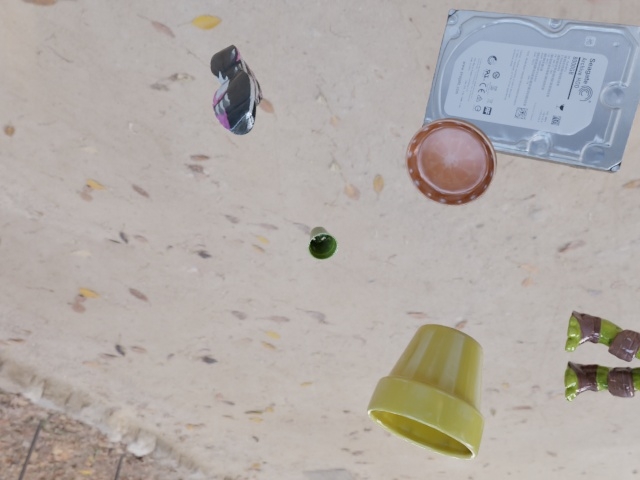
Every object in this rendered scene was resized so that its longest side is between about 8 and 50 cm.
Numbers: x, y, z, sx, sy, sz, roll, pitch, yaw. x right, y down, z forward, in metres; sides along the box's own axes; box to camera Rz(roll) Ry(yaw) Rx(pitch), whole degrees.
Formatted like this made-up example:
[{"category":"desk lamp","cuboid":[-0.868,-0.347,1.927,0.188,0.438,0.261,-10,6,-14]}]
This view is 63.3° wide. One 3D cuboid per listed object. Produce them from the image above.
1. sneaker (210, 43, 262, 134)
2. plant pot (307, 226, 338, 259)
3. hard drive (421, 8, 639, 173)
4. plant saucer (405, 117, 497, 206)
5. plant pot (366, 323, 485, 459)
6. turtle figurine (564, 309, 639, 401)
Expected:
[{"category":"sneaker","cuboid":[-0.117,-0.227,0.807,0.072,0.178,0.077,-25,143,22]},{"category":"plant pot","cuboid":[0.000,0.000,1.432,0.083,0.079,0.083,-4,117,-9]},{"category":"hard drive","cuboid":[0.367,-0.264,0.909,0.339,0.237,0.064,16,-171,19]},{"category":"plant saucer","cuboid":[0.119,-0.072,0.477,0.083,0.013,0.083,15,124,24]},{"category":"plant pot","cuboid":[0.265,0.337,1.202,0.254,0.239,0.254,20,152,11]},{"category":"turtle figurine","cuboid":[0.373,0.125,0.533,0.217,0.087,0.269,6,131,30]}]
